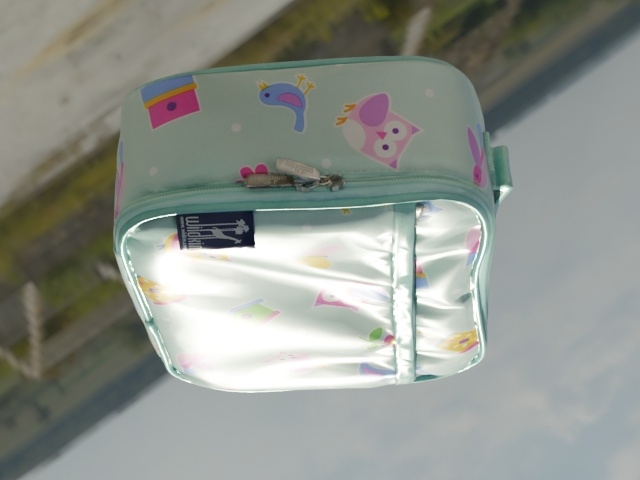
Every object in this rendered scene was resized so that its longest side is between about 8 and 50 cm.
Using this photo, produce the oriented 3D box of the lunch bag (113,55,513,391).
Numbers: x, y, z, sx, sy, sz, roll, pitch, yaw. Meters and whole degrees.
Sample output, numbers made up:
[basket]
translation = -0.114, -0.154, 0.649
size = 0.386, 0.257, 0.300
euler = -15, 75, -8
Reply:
[lunch bag]
translation = 0.000, 0.000, 1.090
size = 0.224, 0.108, 0.279
euler = -1, 154, 4
